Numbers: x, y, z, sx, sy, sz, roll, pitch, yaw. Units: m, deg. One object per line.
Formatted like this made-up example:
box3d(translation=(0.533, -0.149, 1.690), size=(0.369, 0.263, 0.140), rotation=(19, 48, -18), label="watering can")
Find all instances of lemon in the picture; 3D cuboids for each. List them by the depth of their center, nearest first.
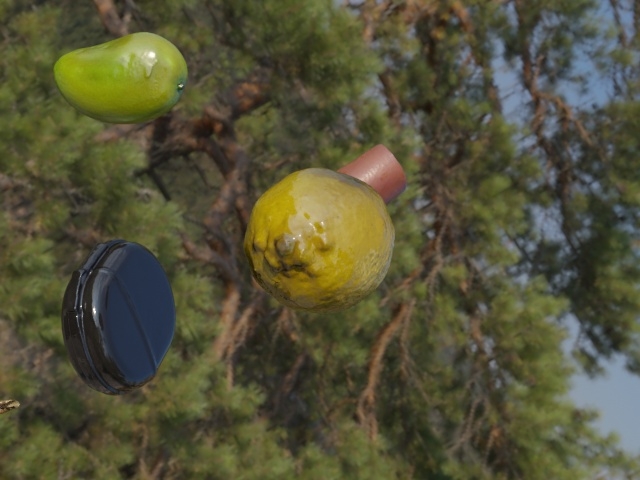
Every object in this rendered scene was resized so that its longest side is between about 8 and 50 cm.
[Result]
box3d(translation=(0.000, 0.000, 1.241), size=(0.204, 0.204, 0.260), rotation=(61, 21, 8), label="lemon")

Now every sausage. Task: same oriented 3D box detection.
box3d(translation=(0.036, -0.069, 1.656), size=(0.113, 0.259, 0.114), rotation=(49, -18, 22), label="sausage")

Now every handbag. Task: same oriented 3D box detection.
box3d(translation=(-0.356, 0.131, 1.611), size=(0.308, 0.093, 0.254), rotation=(-71, 147, -60), label="handbag")

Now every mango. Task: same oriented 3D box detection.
box3d(translation=(-0.416, -0.336, 1.908), size=(0.149, 0.272, 0.186), rotation=(-158, -129, -85), label="mango")

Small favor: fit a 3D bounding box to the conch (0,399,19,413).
box3d(translation=(-0.881, 0.409, 2.144), size=(0.093, 0.330, 0.109), rotation=(-133, -149, -83), label="conch")
